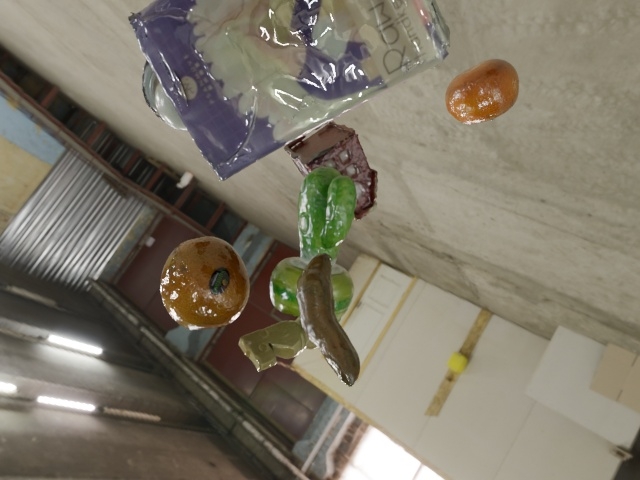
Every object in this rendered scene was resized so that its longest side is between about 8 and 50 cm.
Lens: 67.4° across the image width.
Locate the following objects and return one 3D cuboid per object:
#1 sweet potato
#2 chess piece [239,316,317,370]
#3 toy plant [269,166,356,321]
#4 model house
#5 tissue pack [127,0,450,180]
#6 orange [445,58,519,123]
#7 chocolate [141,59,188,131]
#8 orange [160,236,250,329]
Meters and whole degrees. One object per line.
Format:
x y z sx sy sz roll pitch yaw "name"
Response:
0.003 0.096 0.587 0.054 0.053 0.182 14 -137 -36 "sweet potato"
-0.081 0.224 1.076 0.200 0.090 0.090 -13 -155 -38 "chess piece"
0.000 0.000 1.031 0.184 0.316 0.224 8 -168 -19 "toy plant"
0.048 -0.171 1.284 0.254 0.160 0.196 55 174 -32 "model house"
-0.037 -0.261 0.613 0.242 0.343 0.125 62 -164 -10 "tissue pack"
0.484 -0.438 1.438 0.170 0.224 0.224 58 165 -13 "orange"
-0.289 -0.322 1.056 0.221 0.221 0.147 39 -167 -34 "chocolate"
-0.250 0.092 1.041 0.206 0.206 0.206 32 172 5 "orange"
